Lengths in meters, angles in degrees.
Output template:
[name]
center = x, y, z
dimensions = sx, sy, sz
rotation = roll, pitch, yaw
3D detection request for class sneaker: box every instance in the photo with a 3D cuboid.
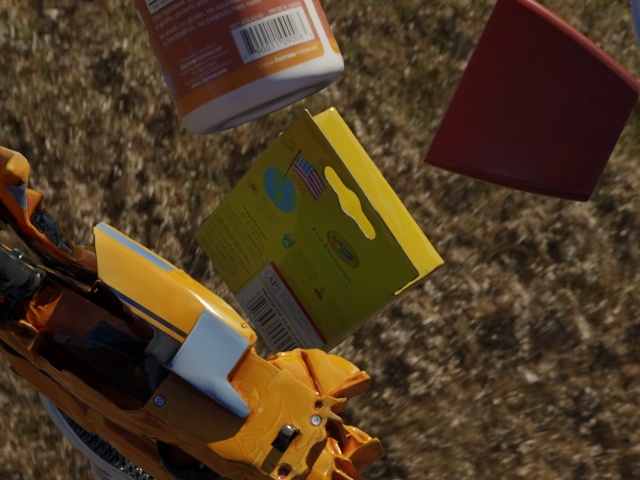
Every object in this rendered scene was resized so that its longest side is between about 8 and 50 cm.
[sneaker]
center = -0.146, 0.146, 0.906
dimensions = 0.161, 0.075, 0.057
rotation = 45, 45, -24

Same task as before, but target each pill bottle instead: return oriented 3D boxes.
[pill bottle]
center = -0.076, -0.191, 0.907
dimensions = 0.121, 0.121, 0.216
rotation = -23, 91, -16

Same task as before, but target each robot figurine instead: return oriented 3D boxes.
[robot figurine]
center = -0.110, 0.045, 0.657
dimensions = 0.291, 0.211, 0.085
rotation = 31, 70, 18

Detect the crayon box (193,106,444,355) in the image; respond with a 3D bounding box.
[crayon box]
center = 0.000, 0.000, 1.388
dimensions = 0.081, 0.318, 0.202
rotation = -31, 84, -33

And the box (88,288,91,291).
[box]
center = -0.110, 0.165, 1.349
dimensions = 0.060, 0.216, 0.270
rotation = -41, 61, -14

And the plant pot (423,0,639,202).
[plant pot]
center = 0.313, -0.186, 1.906
dimensions = 0.236, 0.267, 0.267
rotation = 24, 95, 4

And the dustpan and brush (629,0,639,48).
[dustpan and brush]
center = 0.224, -0.101, 0.763
dimensions = 0.147, 0.060, 0.211
rotation = 24, 61, -30
